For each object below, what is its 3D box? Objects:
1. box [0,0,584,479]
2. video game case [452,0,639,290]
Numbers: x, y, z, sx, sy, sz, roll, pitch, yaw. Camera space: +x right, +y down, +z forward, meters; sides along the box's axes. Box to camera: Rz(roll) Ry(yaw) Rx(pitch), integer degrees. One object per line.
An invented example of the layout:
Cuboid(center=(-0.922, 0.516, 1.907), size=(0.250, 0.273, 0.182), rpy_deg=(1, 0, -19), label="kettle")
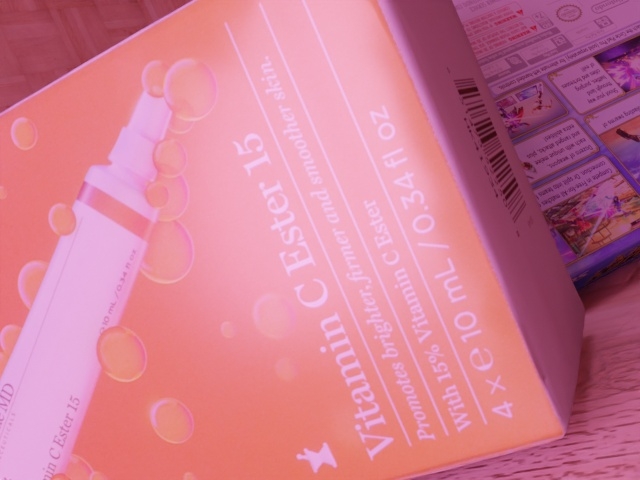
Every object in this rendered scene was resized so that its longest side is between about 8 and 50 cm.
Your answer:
Cuboid(center=(-0.068, 0.021, 0.434), size=(0.345, 0.214, 0.168), rpy_deg=(-23, 3, 23), label="box")
Cuboid(center=(0.151, -0.088, 0.584), size=(0.270, 0.244, 0.061), rpy_deg=(-25, -24, -17), label="video game case")
